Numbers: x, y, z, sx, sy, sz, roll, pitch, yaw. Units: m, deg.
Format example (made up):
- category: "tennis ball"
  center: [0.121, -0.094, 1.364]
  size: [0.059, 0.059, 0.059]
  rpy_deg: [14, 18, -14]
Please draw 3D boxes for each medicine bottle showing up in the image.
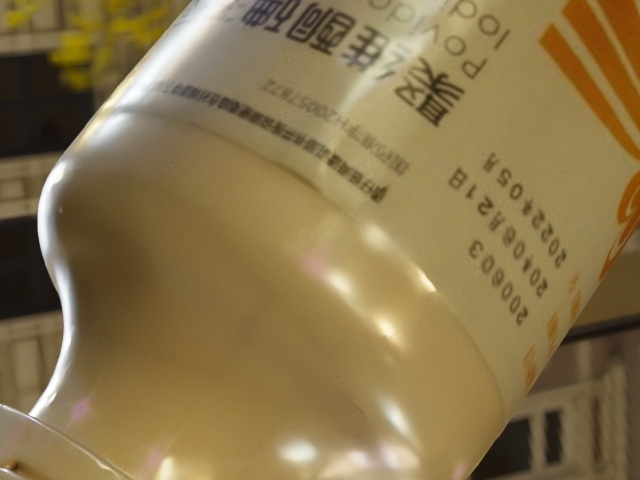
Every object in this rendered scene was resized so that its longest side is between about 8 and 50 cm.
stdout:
- category: "medicine bottle"
  center: [0.000, 0.000, 0.365]
  size: [0.114, 0.252, 0.114]
  rpy_deg: [32, -22, 14]
